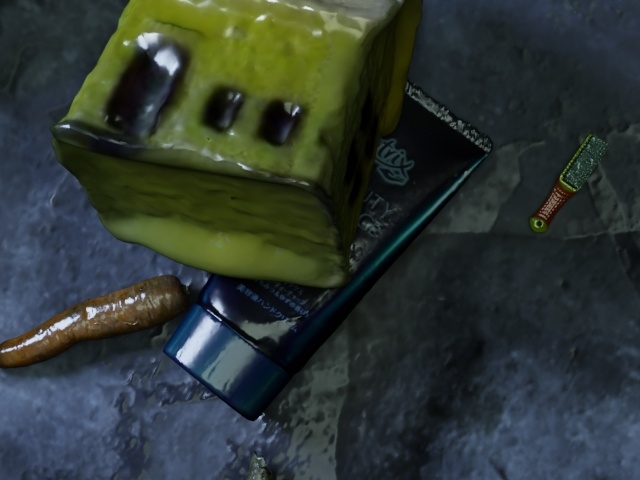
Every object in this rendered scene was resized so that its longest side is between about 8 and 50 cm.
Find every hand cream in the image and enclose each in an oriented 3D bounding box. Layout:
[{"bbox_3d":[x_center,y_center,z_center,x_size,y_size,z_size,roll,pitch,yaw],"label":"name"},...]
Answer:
[{"bbox_3d":[0.000,0.000,1.048,0.120,0.061,0.270,37,84,7],"label":"hand cream"}]

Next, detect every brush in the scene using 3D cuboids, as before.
[{"bbox_3d":[0.181,-0.041,1.054,0.019,0.021,0.083,36,92,-2],"label":"brush"}]

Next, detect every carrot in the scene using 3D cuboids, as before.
[{"bbox_3d":[-0.174,0.062,1.058,0.165,0.035,0.035,-18,90,4],"label":"carrot"}]

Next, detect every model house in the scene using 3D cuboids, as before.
[{"bbox_3d":[-0.042,-0.109,0.987,0.193,0.174,0.234,13,63,15],"label":"model house"}]

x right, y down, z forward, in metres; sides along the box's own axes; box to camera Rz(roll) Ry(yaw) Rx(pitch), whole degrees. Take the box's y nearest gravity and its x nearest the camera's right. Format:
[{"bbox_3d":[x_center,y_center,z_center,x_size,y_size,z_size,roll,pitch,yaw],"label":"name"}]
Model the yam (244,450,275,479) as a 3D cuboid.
[{"bbox_3d":[-0.055,0.221,1.057,0.033,0.027,0.129,19,94,41],"label":"yam"}]
